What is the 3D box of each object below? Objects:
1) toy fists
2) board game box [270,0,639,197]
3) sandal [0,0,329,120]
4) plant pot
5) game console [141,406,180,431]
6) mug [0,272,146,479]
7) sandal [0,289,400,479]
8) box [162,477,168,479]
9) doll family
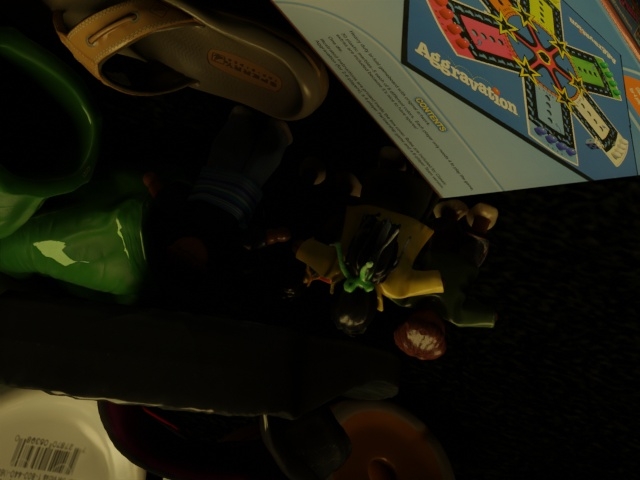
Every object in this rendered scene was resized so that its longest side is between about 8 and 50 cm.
[{"bbox_3d":[-0.170,-0.031,0.665,0.142,0.096,0.279,10,162,36],"label":"toy fists"},{"bbox_3d":[0.035,-0.118,0.459,0.145,0.027,0.281,-4,141,44],"label":"board game box"},{"bbox_3d":[-0.085,-0.096,0.564,0.180,0.049,0.072,22,152,5],"label":"sandal"},{"bbox_3d":[0.004,0.220,0.908,0.205,0.205,0.188,32,136,-14],"label":"plant pot"},{"bbox_3d":[-0.227,0.167,1.163,0.144,0.085,0.124,35,119,-21],"label":"game console"},{"bbox_3d":[-0.309,0.104,0.755,0.328,0.276,0.374,17,162,44],"label":"mug"},{"bbox_3d":[-0.062,0.098,0.656,0.168,0.107,0.446,6,174,14],"label":"sandal"},{"bbox_3d":[-0.098,0.313,1.288,0.136,0.036,0.225,18,153,11],"label":"box"},{"bbox_3d":[0.000,0.000,0.597,0.193,0.111,0.076,14,151,18],"label":"doll family"}]
